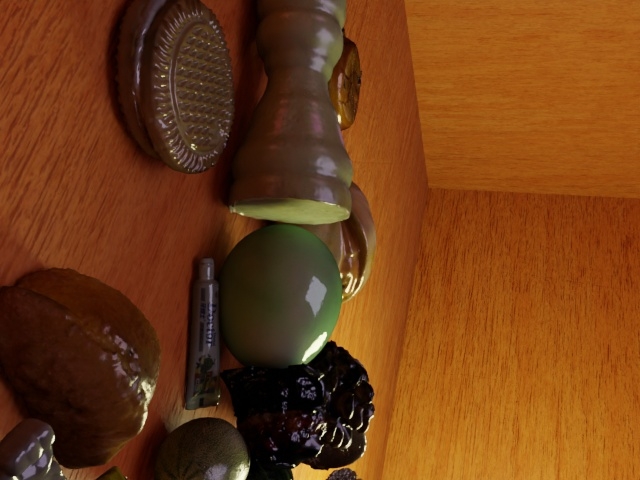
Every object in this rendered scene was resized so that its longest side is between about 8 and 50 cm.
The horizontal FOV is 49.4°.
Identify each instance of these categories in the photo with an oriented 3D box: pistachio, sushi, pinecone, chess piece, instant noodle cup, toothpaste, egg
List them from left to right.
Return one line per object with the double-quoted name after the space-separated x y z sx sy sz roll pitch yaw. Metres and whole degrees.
-0.191 0.154 1.148 0.067 0.037 0.255 -2 98 -42 "toothpaste"
-0.073 0.105 1.214 0.220 0.220 0.270 -37 135 -69 "egg"
-0.069 0.298 1.158 0.153 0.172 0.150 31 53 -47 "sushi"
-0.042 -0.262 1.263 0.234 0.234 0.442 28 64 -72 "chess piece"
-0.011 0.303 1.380 0.243 0.257 0.243 -178 -90 -73 "pinecone"
0.000 0.000 1.477 0.230 0.230 0.309 -43 139 -67 "pistachio"
0.013 0.384 1.627 0.207 0.217 0.217 -73 160 -55 "instant noodle cup"

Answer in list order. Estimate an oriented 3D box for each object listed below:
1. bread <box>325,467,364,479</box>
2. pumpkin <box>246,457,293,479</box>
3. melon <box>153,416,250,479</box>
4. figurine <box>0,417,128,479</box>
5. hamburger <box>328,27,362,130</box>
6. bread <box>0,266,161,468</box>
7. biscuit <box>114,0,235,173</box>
-0.034 0.656 1.556 0.337 0.102 0.183 -37 162 -33 "bread"
-0.130 0.429 1.211 0.125 0.167 0.167 65 22 -7 "pumpkin"
-0.179 0.341 1.064 0.192 0.139 0.139 6 89 -79 "melon"
-0.282 0.349 0.652 0.285 0.167 0.342 50 26 -77 "figurine"
0.006 -0.340 1.513 0.262 0.138 0.243 -61 153 -54 "hamburger"
-0.250 0.147 0.780 0.129 0.134 0.260 -66 155 -51 "bread"
-0.194 -0.221 0.972 0.259 0.079 0.259 4 90 -74 "biscuit"
